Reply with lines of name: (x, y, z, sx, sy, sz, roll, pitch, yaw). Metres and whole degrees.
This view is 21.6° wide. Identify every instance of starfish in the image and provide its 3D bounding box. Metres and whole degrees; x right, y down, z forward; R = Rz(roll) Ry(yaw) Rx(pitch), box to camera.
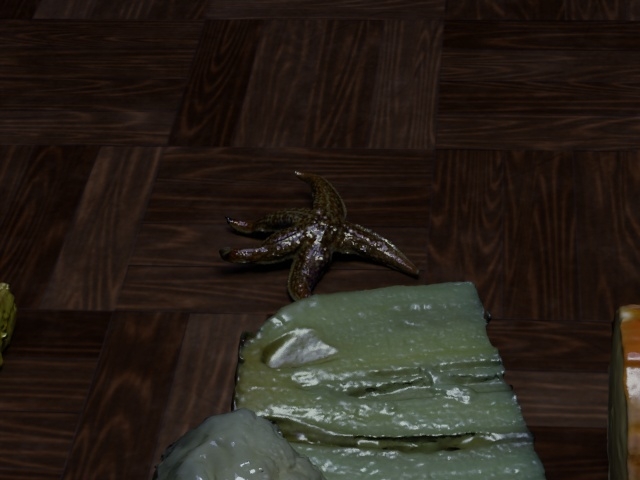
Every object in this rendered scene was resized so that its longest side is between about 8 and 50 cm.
starfish: (-0.001, -0.006, 1.864, 0.238, 0.057, 0.213, 6, 44, 15)

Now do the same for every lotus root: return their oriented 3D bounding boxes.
lotus root: (0.043, 0.183, 1.516, 0.260, 0.149, 0.267, -6, 41, -9)

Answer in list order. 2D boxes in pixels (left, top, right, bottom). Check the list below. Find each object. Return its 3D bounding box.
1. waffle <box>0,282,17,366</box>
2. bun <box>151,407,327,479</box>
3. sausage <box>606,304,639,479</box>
waffle: (-0.440, 0.129, 1.705, 0.229, 0.057, 0.219, -2, 36, 4)
bun: (-0.062, 0.283, 1.304, 0.205, 0.281, 0.281, 20, 37, -1)
sausage: (0.391, 0.174, 1.433, 0.287, 0.233, 0.233, 4, 36, 7)
